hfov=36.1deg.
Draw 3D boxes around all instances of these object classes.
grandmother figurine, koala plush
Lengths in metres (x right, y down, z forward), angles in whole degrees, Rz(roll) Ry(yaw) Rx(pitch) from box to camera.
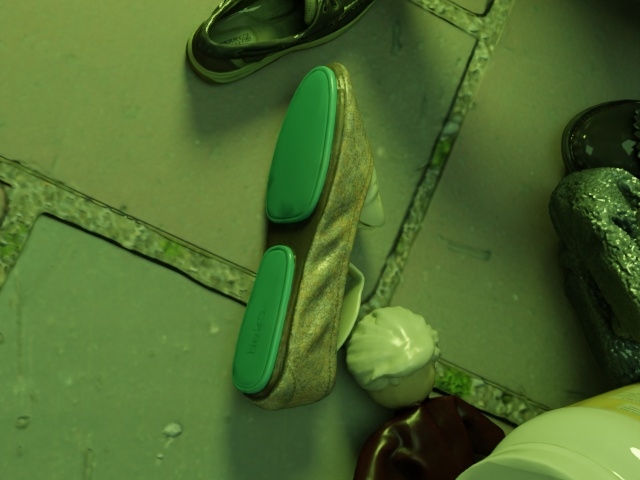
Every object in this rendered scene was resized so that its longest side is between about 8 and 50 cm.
[{"bbox_3d":[0.104,0.227,0.910,0.208,0.104,0.342,-16,87,-44],"label":"grandmother figurine"},{"bbox_3d":[0.354,-0.001,0.939,0.221,0.196,0.203,-19,70,-5],"label":"koala plush"}]

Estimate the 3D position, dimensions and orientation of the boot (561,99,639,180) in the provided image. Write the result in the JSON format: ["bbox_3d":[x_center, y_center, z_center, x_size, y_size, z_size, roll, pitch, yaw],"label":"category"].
[{"bbox_3d":[0.392,-0.117,0.942,0.263,0.229,0.091,-9,89,-17],"label":"boot"}]

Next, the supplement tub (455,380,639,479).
[{"bbox_3d":[0.280,0.244,0.829,0.331,0.241,0.241,-6,88,-41],"label":"supplement tub"}]

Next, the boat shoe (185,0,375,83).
[{"bbox_3d":[-0.020,-0.218,0.911,0.223,0.073,0.080,-32,95,-16],"label":"boat shoe"}]

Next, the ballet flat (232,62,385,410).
[{"bbox_3d":[0.000,0.000,0.901,0.106,0.107,0.316,16,87,-35],"label":"ballet flat"}]
